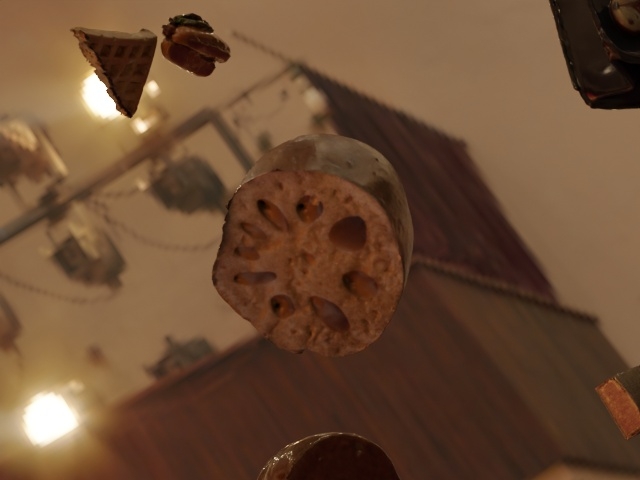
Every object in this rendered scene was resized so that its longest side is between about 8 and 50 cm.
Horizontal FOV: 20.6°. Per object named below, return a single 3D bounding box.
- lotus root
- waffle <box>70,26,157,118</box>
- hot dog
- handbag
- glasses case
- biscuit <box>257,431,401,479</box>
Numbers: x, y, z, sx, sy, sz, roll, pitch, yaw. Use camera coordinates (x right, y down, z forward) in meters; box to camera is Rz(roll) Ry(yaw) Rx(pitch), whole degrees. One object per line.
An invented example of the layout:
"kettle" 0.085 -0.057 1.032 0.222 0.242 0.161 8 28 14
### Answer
"lotus root" 0.003 0.001 1.051 0.081 0.112 0.122 -51 -19 -62
"waffle" -0.220 -0.171 1.799 0.153 0.023 0.097 -9 -58 -66
"hot dog" -0.137 -0.211 1.889 0.056 0.041 0.133 -35 -17 13
"handbag" 0.496 -0.336 2.475 0.329 0.303 0.122 -1 -34 -14
"glasses case" 0.413 0.164 2.042 0.205 0.071 0.047 -17 -21 -38
"biscuit" 0.040 0.337 1.349 0.359 0.381 0.074 -2 -17 -33
